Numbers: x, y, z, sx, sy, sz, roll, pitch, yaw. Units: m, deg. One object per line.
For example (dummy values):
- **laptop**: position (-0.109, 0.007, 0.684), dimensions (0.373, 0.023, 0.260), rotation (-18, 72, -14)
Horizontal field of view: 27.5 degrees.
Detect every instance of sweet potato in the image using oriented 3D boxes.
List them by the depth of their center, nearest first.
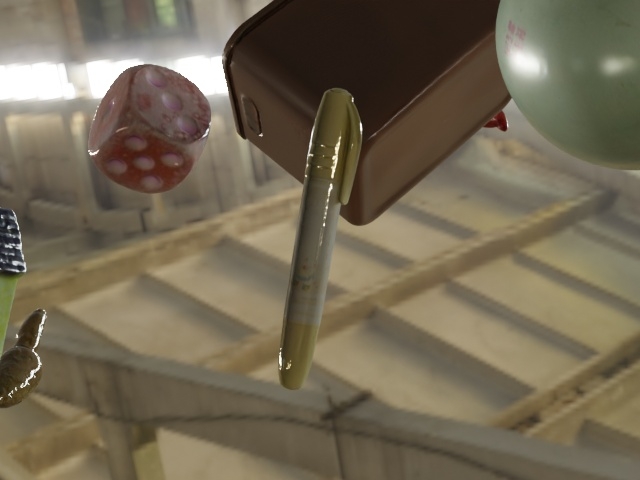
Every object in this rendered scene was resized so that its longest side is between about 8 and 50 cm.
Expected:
- **sweet potato**: position (-0.456, 0.191, 1.981), dimensions (0.075, 0.074, 0.269), rotation (-8, -154, 8)

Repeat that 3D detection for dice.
- **dice**: position (-0.165, -0.108, 1.264), dimensions (0.094, 0.091, 0.093), rotation (-40, -145, 41)

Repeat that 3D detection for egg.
- **egg**: position (0.276, -0.190, 1.209), dimensions (0.230, 0.229, 0.371), rotation (-9, -161, 1)

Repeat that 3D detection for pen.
- **pen**: position (0.000, 0.000, 0.995), dimensions (0.040, 0.233, 0.032), rotation (9, -177, 25)

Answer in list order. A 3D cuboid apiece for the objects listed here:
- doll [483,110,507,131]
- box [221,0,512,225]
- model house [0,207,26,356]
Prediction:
- **doll**: position (0.112, -0.236, 2.035), dimensions (0.384, 0.188, 0.099), rotation (-2, -140, -4)
- **box**: position (0.079, -0.218, 1.699), dimensions (0.339, 0.239, 0.229), rotation (-40, -112, -17)
- **model house**: position (-0.473, 0.031, 1.548), dimensions (0.170, 0.211, 0.194), rotation (16, -179, 35)
